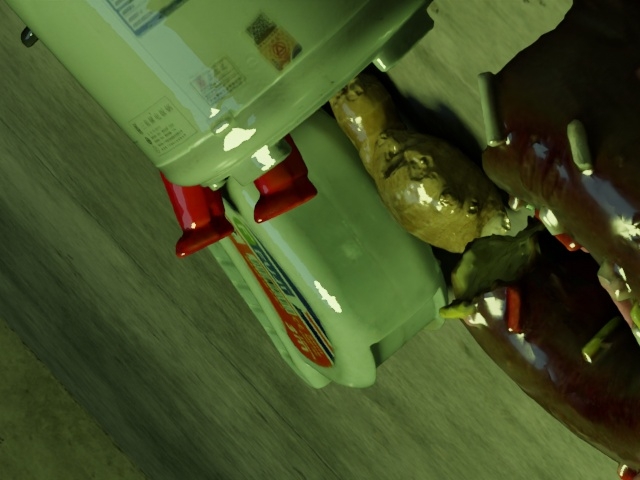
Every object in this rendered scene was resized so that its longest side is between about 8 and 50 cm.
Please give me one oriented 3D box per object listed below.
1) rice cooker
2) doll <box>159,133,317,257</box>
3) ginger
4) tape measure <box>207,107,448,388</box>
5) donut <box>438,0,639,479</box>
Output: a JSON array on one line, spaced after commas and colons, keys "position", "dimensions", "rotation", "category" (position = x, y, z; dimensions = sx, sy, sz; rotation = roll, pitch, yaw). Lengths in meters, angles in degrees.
[{"position": [-0.062, -0.173, 1.034], "dimensions": [0.227, 0.241, 0.280], "rotation": [48, 130, -10], "category": "rice cooker"}, {"position": [-0.127, -0.180, 1.236], "dimensions": [0.188, 0.099, 0.384], "rotation": [-26, 87, 59], "category": "doll"}, {"position": [0.060, -0.054, 1.251], "dimensions": [0.165, 0.067, 0.096], "rotation": [47, -177, 6], "category": "ginger"}, {"position": [-0.001, 0.000, 1.414], "dimensions": [0.243, 0.125, 0.246], "rotation": [54, 163, -16], "category": "tape measure"}, {"position": [0.194, 0.033, 1.020], "dimensions": [0.259, 0.136, 0.345], "rotation": [47, 163, 16], "category": "donut"}]
